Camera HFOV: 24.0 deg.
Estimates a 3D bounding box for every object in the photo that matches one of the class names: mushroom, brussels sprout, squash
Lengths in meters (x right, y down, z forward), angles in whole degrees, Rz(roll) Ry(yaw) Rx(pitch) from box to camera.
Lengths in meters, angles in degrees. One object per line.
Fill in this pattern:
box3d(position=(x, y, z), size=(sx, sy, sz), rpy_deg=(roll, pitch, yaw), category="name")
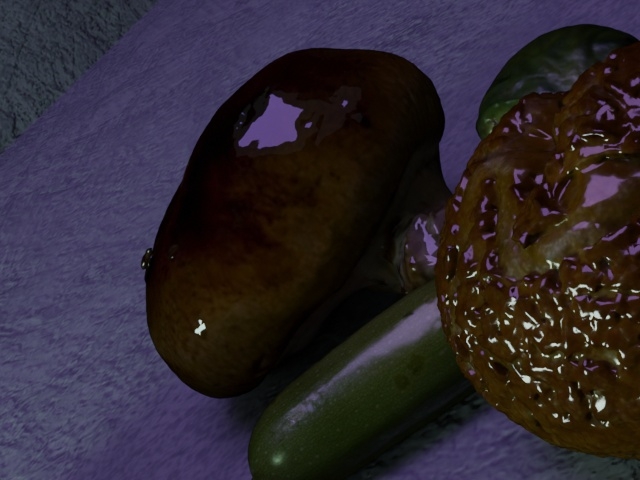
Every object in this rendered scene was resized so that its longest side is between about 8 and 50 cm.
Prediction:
box3d(position=(0.000, 0.000, 1.281), size=(0.345, 0.260, 0.345), rpy_deg=(-55, -1, -2), category="mushroom")
box3d(position=(0.212, -0.091, 1.163), size=(0.183, 0.131, 0.145), rpy_deg=(24, 49, 40), category="brussels sprout")
box3d(position=(0.083, 0.078, 1.092), size=(0.341, 0.094, 0.094), rpy_deg=(-34, 21, 7), category="squash")

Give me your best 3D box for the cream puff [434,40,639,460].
box3d(position=(0.201, -0.008, 0.916), size=(0.303, 0.212, 0.303), rpy_deg=(-36, 21, 17), category="cream puff")
